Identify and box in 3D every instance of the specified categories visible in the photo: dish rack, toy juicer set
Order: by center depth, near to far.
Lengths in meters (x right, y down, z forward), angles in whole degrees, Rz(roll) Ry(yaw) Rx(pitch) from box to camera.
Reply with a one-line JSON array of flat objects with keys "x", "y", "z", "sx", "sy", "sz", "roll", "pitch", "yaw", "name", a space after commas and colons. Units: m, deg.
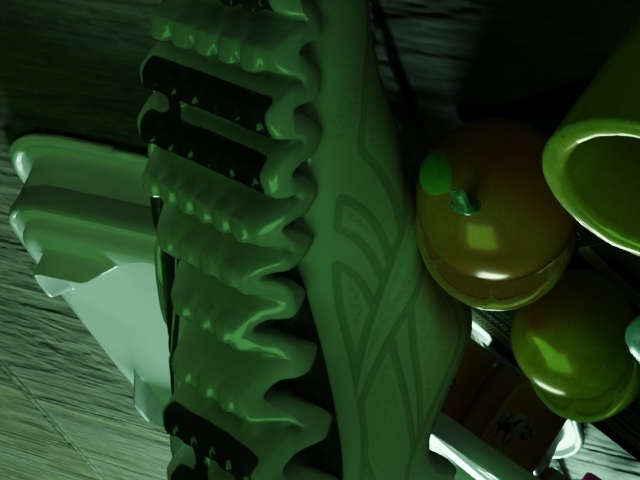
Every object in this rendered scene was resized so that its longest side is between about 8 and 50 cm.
[{"x": 0.163, "y": 0.065, "z": 0.620, "sx": 0.329, "sy": 0.089, "sz": 0.209, "roll": 39, "pitch": 151, "yaw": -20, "name": "toy juicer set"}, {"x": -0.022, "y": 0.062, "z": 1.023, "sx": 0.333, "sy": 0.072, "sz": 0.285, "roll": 11, "pitch": 151, "yaw": 25, "name": "dish rack"}]

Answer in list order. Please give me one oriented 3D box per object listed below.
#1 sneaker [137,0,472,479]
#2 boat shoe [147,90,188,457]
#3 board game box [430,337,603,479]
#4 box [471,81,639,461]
[{"x": 0.000, "y": 0.000, "z": 0.675, "sx": 0.110, "sy": 0.118, "sz": 0.292, "roll": 35, "pitch": 132, "yaw": 51, "name": "sneaker"}, {"x": -0.019, "y": 0.024, "z": 0.835, "sx": 0.121, "sy": 0.119, "sz": 0.335, "roll": -6, "pitch": 131, "yaw": -8, "name": "boat shoe"}, {"x": 0.245, "y": 0.205, "z": 0.847, "sx": 0.390, "sy": 0.050, "sz": 0.390, "roll": 32, "pitch": 174, "yaw": 27, "name": "board game box"}, {"x": 0.274, "y": 0.066, "z": 0.730, "sx": 0.395, "sy": 0.097, "sz": 0.318, "roll": 37, "pitch": 151, "yaw": -23, "name": "box"}]
